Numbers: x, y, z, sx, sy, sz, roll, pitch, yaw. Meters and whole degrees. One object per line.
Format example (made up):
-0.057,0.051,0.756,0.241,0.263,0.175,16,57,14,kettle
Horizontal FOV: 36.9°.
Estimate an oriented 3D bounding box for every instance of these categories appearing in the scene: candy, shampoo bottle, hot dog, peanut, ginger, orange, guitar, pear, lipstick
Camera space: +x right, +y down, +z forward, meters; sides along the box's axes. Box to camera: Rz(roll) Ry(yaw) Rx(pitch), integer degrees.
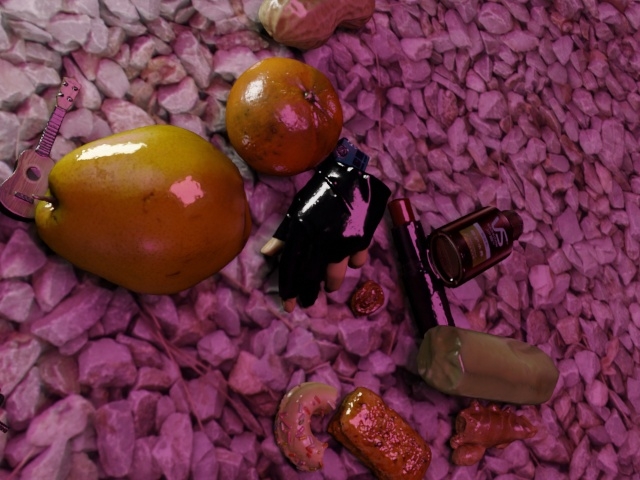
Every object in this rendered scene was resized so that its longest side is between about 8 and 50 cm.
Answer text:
0.344,0.257,1.932,0.343,0.142,0.132,15,88,-41,candy
0.335,0.002,2.018,0.323,0.084,0.129,-20,89,-53,shampoo bottle
0.095,0.113,1.904,0.083,0.035,0.058,-42,103,-35,hot dog
0.003,-0.475,1.987,0.298,0.120,0.136,-28,115,-37,peanut
0.342,0.379,1.954,0.205,0.081,0.115,-14,66,-29,ginger
-0.065,-0.237,1.829,0.240,0.171,0.240,10,71,-30,orange
-0.467,-0.158,1.619,0.084,0.038,0.271,26,65,-25,guitar
-0.283,-0.043,1.569,0.336,0.285,0.285,-25,89,-23,pear
0.202,0.056,1.964,0.081,0.081,0.299,-11,83,-35,lipstick

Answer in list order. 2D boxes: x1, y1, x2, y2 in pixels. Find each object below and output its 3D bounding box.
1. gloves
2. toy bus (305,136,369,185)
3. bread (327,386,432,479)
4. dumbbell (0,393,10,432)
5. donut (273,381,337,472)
-0.001,-0.005,1.777,0.152,0.197,0.301,-14,125,-62,gloves
0.032,-0.115,1.910,0.092,0.079,0.160,34,58,-20,toy bus
0.115,0.376,1.805,0.211,0.083,0.114,43,60,-13,bread
-0.545,0.219,1.408,0.208,0.099,0.099,41,57,-16,dumbbell
-0.025,0.326,1.736,0.108,0.065,0.166,30,60,-22,donut
